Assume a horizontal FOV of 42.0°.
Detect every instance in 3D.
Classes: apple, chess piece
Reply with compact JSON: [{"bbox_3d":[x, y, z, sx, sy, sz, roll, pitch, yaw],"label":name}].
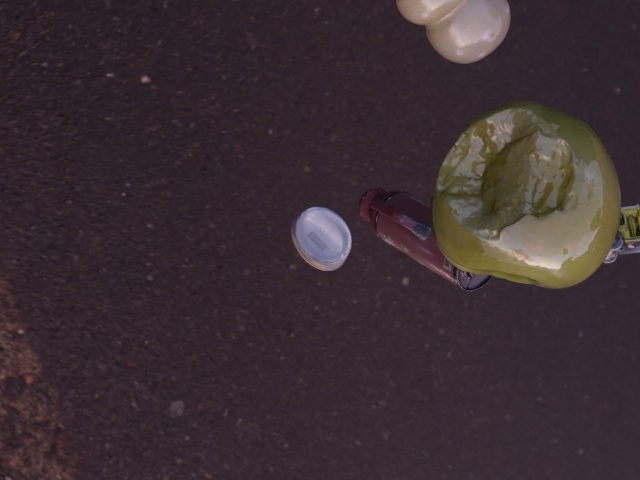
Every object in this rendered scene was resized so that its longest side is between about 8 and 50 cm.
[{"bbox_3d":[0.295,-0.056,1.197,0.279,0.279,0.279,-5,98,-36],"label":"apple"},{"bbox_3d":[0.150,-0.378,1.167,0.299,0.167,0.167,45,69,-19],"label":"chess piece"}]

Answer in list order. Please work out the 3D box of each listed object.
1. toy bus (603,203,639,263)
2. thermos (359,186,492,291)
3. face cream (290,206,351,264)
[{"bbox_3d":[0.402,-0.001,1.342,0.081,0.226,0.074,57,27,-66],"label":"toy bus"},{"bbox_3d":[0.179,-0.019,1.602,0.136,0.330,0.109,-10,119,-35],"label":"thermos"},{"bbox_3d":[0.000,0.000,1.302,0.073,0.269,0.107,-38,90,-3],"label":"face cream"}]
